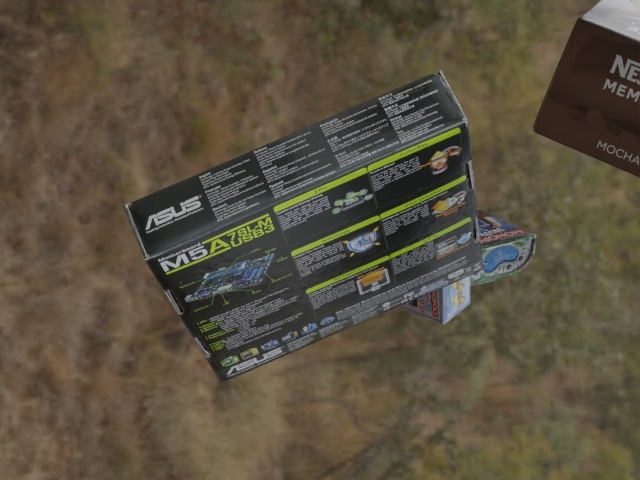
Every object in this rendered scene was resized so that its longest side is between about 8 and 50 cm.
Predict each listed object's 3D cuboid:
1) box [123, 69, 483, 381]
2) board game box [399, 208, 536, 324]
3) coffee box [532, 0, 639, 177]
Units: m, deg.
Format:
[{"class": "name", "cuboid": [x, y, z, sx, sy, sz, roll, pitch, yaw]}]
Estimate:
[{"class": "box", "cuboid": [0.000, 0.000, 0.761, 0.184, 0.190, 0.045, 69, -3, -59]}, {"class": "board game box", "cuboid": [0.128, 0.025, 1.398, 0.194, 0.194, 0.060, -146, -132, -59]}, {"class": "coffee box", "cuboid": [0.336, -0.161, 1.251, 0.297, 0.168, 0.119, -41, 153, -60]}]
